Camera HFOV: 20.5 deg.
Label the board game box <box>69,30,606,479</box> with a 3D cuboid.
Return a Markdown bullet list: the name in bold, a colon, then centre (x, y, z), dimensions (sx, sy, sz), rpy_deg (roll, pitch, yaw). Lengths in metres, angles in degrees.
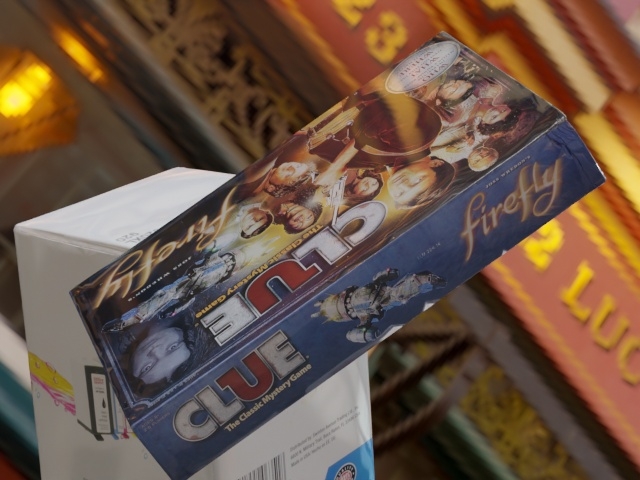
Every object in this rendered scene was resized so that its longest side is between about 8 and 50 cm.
- **board game box**: centre (0.000, 0.000, 0.873), dimensions (0.042, 0.243, 0.165), rpy_deg (56, -3, -27)

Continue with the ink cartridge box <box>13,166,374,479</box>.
- **ink cartridge box**: centre (-0.081, 0.087, 1.196), dimensions (0.168, 0.171, 0.232), rpy_deg (11, -67, 36)
